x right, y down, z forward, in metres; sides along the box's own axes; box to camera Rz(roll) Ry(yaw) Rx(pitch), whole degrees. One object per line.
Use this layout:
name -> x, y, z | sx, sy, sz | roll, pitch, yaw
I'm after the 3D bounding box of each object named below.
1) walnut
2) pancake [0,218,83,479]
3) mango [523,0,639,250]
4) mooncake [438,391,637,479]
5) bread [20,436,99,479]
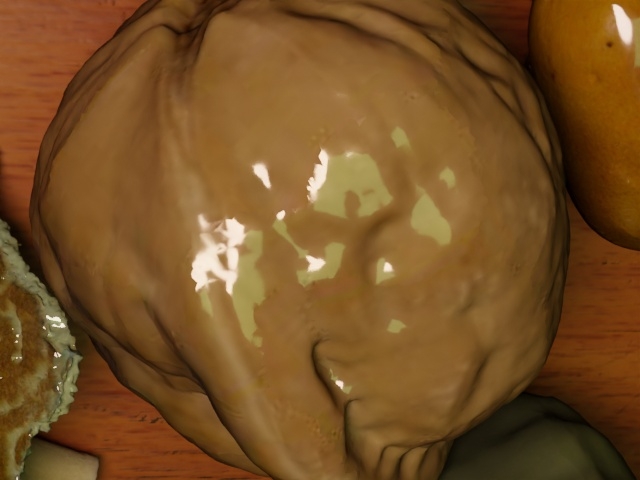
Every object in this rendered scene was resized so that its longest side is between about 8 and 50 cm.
walnut -> -0.012, -0.009, 1.027 | 0.384, 0.383, 0.383 | -5, 113, -12
pancake -> -0.231, 0.096, 1.075 | 0.054, 0.197, 0.376 | -5, 88, -50
mango -> 0.261, -0.112, 1.135 | 0.201, 0.152, 0.287 | -41, 118, -7
mooncake -> 0.191, 0.293, 1.172 | 0.194, 0.356, 0.356 | -28, 115, 1
bread -> -0.279, 0.204, 1.180 | 0.178, 0.060, 0.139 | 22, 103, -22
